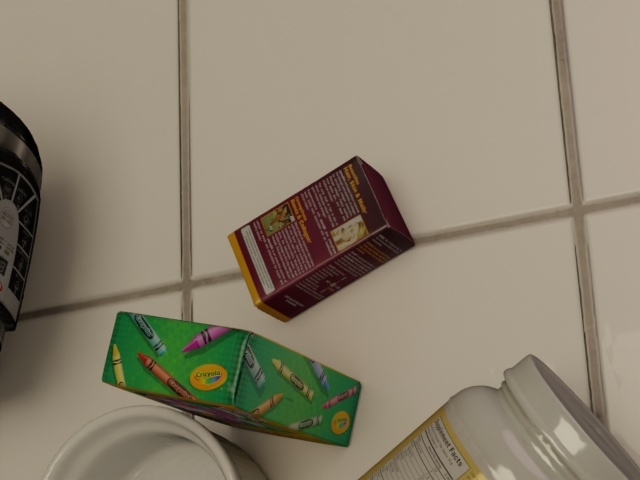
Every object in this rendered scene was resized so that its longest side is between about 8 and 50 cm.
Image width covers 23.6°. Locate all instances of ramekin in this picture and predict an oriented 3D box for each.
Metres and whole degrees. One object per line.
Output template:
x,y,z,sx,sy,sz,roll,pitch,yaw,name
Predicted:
-0.179,0.333,1.730,0.277,0.135,0.277,-8,72,25,ramekin

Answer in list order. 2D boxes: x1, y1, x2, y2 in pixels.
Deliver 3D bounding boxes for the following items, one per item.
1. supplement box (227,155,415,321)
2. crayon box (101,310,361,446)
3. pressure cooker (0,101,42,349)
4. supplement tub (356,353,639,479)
0.000,0.000,1.787,0.188,0.081,0.104,-31,62,15,supplement box
-0.090,0.155,1.665,0.165,0.278,0.081,7,77,28,crayon box
-0.547,0.035,1.862,0.370,0.375,0.420,15,63,-12,pressure cooker
0.150,0.296,1.522,0.331,0.241,0.241,-42,60,8,supplement tub
